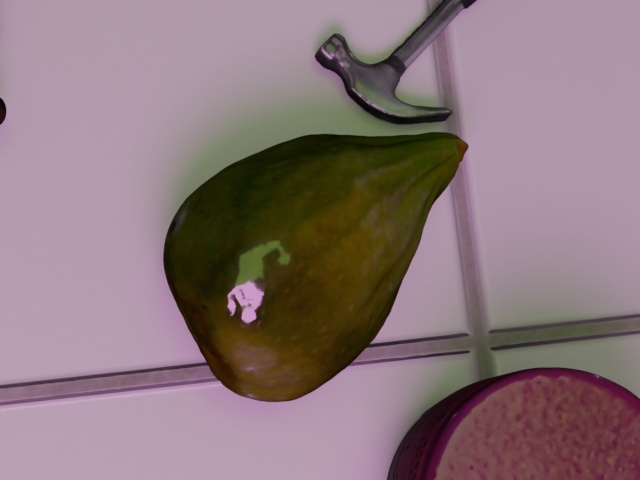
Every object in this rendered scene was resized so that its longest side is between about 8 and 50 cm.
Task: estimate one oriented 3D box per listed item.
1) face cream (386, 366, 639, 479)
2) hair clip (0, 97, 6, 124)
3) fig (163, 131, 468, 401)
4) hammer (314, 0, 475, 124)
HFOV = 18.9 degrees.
[{"bbox_3d":[0.137,0.176,1.292,0.175,0.195,0.175,1,83,-8],"label":"face cream"},{"bbox_3d":[-0.384,-0.108,1.324,0.331,0.085,0.101,-8,81,-1],"label":"hair clip"},{"bbox_3d":[-0.017,0.000,1.321,0.167,0.167,0.233,30,57,-2],"label":"fig"},{"bbox_3d":[0.115,-0.184,1.423,0.103,0.029,0.246,44,78,1],"label":"hammer"}]
